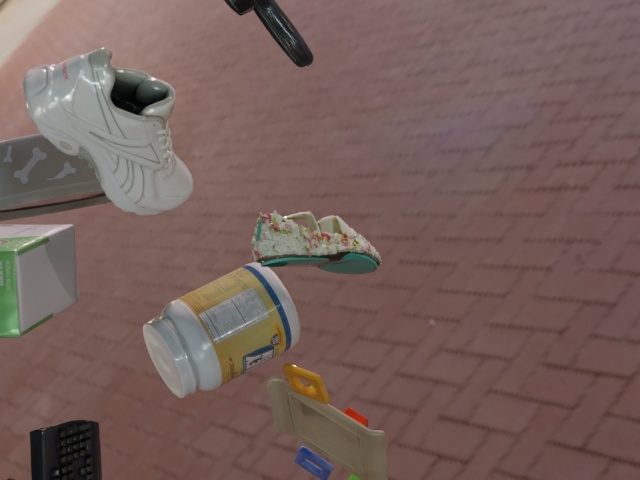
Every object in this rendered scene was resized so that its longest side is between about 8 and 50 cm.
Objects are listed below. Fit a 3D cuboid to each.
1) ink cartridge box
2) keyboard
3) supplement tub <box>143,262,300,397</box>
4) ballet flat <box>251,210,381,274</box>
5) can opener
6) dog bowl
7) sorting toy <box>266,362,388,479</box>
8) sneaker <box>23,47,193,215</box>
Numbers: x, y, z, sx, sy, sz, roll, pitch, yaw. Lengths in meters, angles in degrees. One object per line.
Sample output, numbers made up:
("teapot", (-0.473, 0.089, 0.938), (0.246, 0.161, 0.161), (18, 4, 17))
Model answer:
("ink cartridge box", (-0.383, 0.039, 1.295), (0.219, 0.093, 0.160), (0, 10, 10))
("keyboard", (-0.393, 0.427, 1.836), (0.033, 0.317, 0.201), (5, 10, 41))
("supplement tub", (-0.146, 0.134, 1.855), (0.199, 0.144, 0.144), (-27, 17, -23))
("ballet flat", (0.000, 0.000, 1.703), (0.091, 0.241, 0.077), (-17, 75, 36))
("can opener", (-0.074, -0.317, 1.746), (0.073, 0.186, 0.059), (-41, 19, -1))
("dog bowl", (-0.400, -0.104, 1.938), (0.348, 0.102, 0.349), (-10, 0, 0))
("sorting toy", (0.018, 0.280, 1.899), (0.196, 0.348, 0.047), (25, 60, 20))
("sneaker", (-0.177, -0.103, 1.219), (0.115, 0.232, 0.090), (-23, 56, 19))
